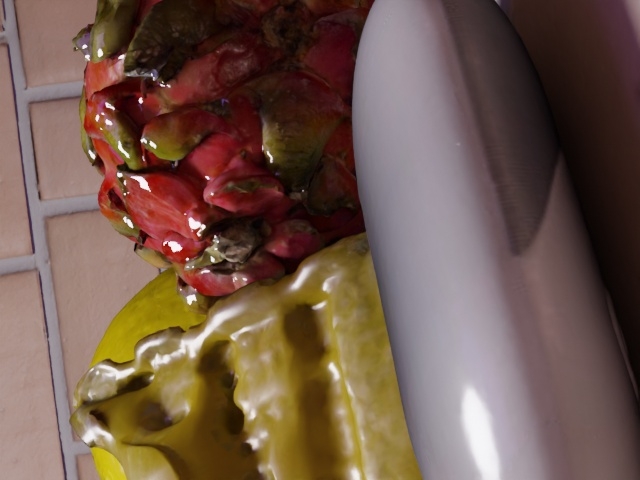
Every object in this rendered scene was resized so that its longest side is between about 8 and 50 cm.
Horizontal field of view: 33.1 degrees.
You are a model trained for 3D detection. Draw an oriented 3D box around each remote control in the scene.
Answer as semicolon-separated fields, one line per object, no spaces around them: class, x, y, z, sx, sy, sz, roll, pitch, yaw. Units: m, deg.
remote control;0.079;0.023;0.517;0.221;0.104;0.332;78;180;-67

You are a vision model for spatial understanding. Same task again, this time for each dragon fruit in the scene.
dragon fruit;-0.054;-0.089;0.797;0.269;0.250;0.291;126;150;-79

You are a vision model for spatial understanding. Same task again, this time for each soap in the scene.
soap;-0.012;0.204;0.683;0.169;0.304;0.338;19;-128;-46

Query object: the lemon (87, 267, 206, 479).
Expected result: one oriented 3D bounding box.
lemon;-0.075;0.165;1.096;0.348;0.348;0.347;171;90;-84
